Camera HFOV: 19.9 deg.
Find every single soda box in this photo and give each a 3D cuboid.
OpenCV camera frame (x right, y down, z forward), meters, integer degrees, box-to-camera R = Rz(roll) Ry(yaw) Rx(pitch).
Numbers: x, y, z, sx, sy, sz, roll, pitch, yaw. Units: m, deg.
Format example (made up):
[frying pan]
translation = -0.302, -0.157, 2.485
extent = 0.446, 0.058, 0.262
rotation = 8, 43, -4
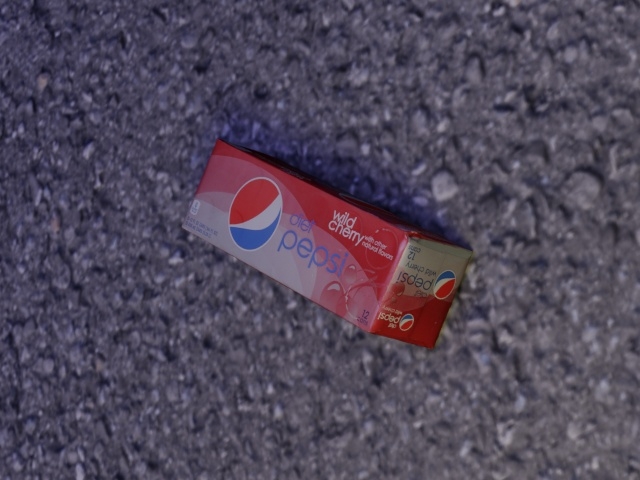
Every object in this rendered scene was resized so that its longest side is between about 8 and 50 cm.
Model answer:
[soda box]
translation = 0.000, 0.000, 1.550
extent = 0.263, 0.083, 0.092
rotation = 27, 97, 45
